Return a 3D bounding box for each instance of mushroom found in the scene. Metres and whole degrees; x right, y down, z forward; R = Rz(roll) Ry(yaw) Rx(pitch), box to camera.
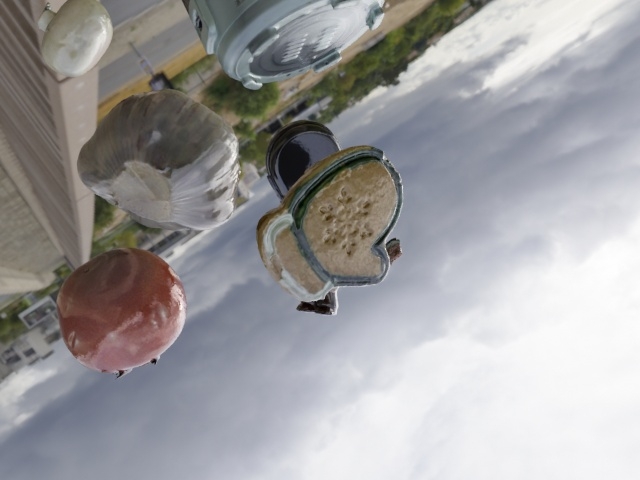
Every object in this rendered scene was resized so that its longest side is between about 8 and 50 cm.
[{"bbox_3d":[-0.745,-0.619,1.695,0.246,0.202,0.246,-57,-172,13],"label":"mushroom"}]

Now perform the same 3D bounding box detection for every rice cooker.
[{"bbox_3d":[-0.059,-0.337,0.701,0.241,0.227,0.280,-24,178,-12],"label":"rice cooker"}]

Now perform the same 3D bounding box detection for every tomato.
[{"bbox_3d":[-0.538,0.179,1.497,0.341,0.273,0.341,-15,-152,8],"label":"tomato"}]

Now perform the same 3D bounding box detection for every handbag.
[{"bbox_3d":[-0.039,-0.223,1.778,0.253,0.308,0.093,-30,-155,-5],"label":"handbag"}]

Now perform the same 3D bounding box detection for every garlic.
[{"bbox_3d":[-0.310,-0.165,1.139,0.317,0.317,0.259,-28,-160,29],"label":"garlic"}]

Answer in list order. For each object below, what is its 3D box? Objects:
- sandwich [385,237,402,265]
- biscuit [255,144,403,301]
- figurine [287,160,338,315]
[{"bbox_3d":[0.257,0.038,2.028,0.101,0.069,0.026,-48,171,22],"label":"sandwich"},{"bbox_3d":[0.045,-0.017,1.112,0.343,0.287,0.057,-41,-153,-20],"label":"biscuit"},{"bbox_3d":[-0.017,0.001,1.467,0.218,0.206,0.365,-3,-110,54],"label":"figurine"}]
